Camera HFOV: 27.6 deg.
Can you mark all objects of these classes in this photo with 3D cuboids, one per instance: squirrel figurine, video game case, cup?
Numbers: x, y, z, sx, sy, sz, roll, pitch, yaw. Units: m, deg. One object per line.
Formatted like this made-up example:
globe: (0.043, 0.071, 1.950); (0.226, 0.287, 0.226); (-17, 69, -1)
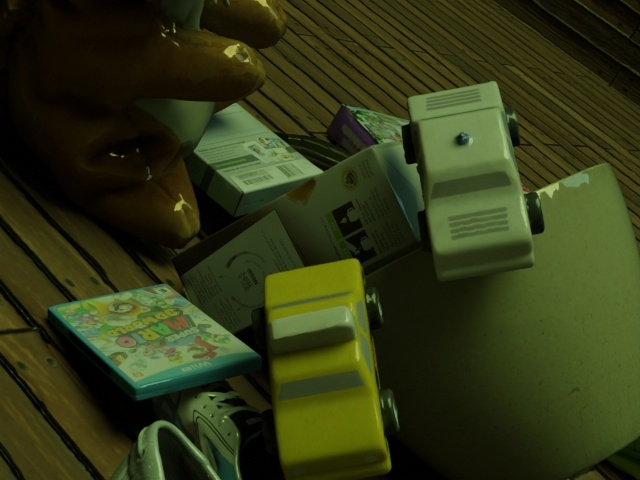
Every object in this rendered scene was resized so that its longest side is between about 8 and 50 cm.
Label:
squirrel figurine: (-0.232, -0.254, 1.291); (0.397, 0.370, 0.281); (21, 52, 9)
video game case: (-0.144, 0.083, 1.109); (0.119, 0.015, 0.166); (-11, 27, -34)
cup: (0.180, 0.106, 1.228); (0.331, 0.331, 0.237); (-15, 76, -60)

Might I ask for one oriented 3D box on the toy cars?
toy cars: (0.059, 0.009, 1.019); (0.176, 0.393, 0.087); (26, -26, 26)

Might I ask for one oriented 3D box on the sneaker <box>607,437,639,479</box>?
sneaker: (0.361, 0.199, 1.436); (0.296, 0.123, 0.109); (35, 23, 12)

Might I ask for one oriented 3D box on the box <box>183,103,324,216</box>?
box: (-0.109, -0.105, 1.486); (0.186, 0.038, 0.145); (41, 33, 23)

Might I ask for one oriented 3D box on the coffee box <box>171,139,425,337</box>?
coffee box: (0.000, 0.000, 1.239); (0.141, 0.247, 0.098); (-16, 79, -62)

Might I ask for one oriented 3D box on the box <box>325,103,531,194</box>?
box: (0.173, -0.103, 1.929); (0.293, 0.057, 0.201); (9, 30, -41)

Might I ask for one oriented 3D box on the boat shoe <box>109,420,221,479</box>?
boat shoe: (-0.043, 0.257, 0.850); (0.118, 0.103, 0.320); (2, 35, -48)

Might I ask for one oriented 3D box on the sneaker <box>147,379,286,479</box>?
sneaker: (-0.069, 0.156, 1.057); (0.085, 0.086, 0.237); (8, 30, -40)

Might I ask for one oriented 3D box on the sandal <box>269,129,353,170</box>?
sandal: (-0.038, -0.101, 1.679); (0.219, 0.060, 0.090); (12, 19, -6)
